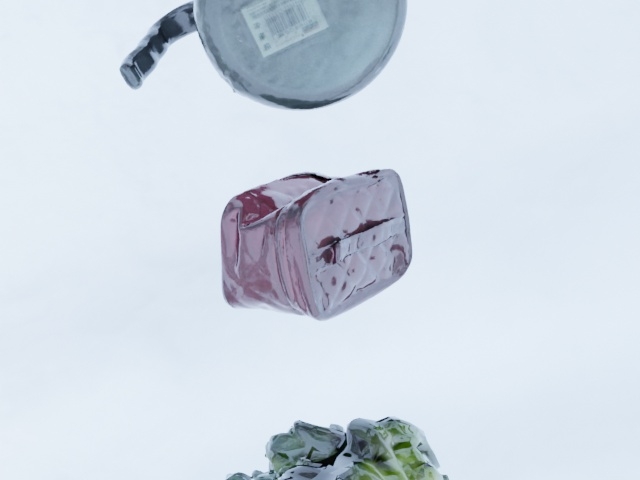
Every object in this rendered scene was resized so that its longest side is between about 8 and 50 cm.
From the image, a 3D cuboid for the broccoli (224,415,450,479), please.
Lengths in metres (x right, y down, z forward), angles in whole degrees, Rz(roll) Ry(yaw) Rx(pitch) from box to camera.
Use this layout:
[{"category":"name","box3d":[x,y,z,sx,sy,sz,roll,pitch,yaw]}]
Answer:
[{"category":"broccoli","box3d":[0.061,0.215,0.453,0.304,0.165,0.145,40,130,-2]}]

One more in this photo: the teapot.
[{"category":"teapot","box3d":[-0.056,-0.261,1.251,0.223,0.285,0.305,32,108,-20]}]

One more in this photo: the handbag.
[{"category":"handbag","box3d":[0.000,0.000,1.205,0.135,0.225,0.146,4,104,37]}]
